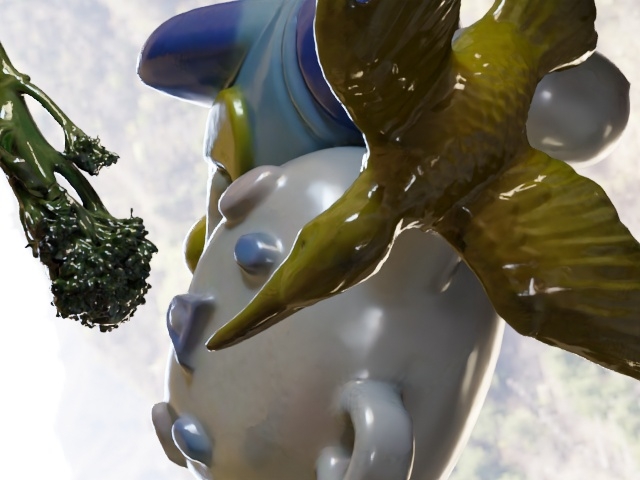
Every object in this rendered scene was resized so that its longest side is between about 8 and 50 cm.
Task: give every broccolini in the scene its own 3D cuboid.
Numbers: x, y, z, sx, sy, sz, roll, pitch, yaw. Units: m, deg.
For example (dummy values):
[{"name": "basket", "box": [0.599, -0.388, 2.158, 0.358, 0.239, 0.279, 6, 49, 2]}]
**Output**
[{"name": "broccolini", "box": [-0.192, -0.125, 0.931, 0.079, 0.074, 0.392, 107, 142, -70]}]

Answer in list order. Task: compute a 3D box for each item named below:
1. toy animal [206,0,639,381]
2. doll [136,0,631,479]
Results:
[{"name": "toy animal", "box": [0.031, -0.021, 0.454, 0.219, 0.155, 0.095, 51, -166, -21]}, {"name": "doll", "box": [-0.007, -0.005, 0.715, 0.187, 0.376, 0.365, 34, -154, -25]}]
